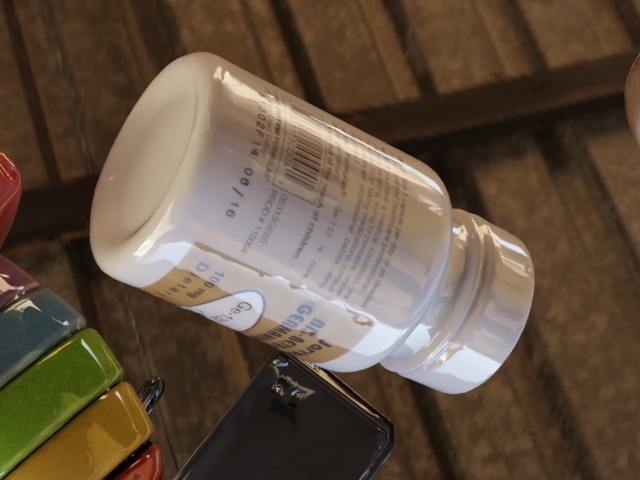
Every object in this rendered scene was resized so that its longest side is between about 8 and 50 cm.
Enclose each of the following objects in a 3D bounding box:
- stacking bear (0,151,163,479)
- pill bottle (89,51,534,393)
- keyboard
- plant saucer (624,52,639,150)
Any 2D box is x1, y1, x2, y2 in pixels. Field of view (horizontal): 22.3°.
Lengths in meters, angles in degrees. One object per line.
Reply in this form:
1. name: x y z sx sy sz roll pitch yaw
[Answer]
1. stacking bear: -0.156 0.126 0.897 0.175 0.164 0.289 -40 -92 -27
2. pill bottle: 0.000 0.000 0.902 0.229 0.131 0.131 25 -124 -26
3. keyboard: -0.104 0.208 1.288 0.201 0.033 0.317 38 -75 0
4. plant saucer: 0.434 -0.092 1.531 0.310 0.310 0.050 19 -123 8
